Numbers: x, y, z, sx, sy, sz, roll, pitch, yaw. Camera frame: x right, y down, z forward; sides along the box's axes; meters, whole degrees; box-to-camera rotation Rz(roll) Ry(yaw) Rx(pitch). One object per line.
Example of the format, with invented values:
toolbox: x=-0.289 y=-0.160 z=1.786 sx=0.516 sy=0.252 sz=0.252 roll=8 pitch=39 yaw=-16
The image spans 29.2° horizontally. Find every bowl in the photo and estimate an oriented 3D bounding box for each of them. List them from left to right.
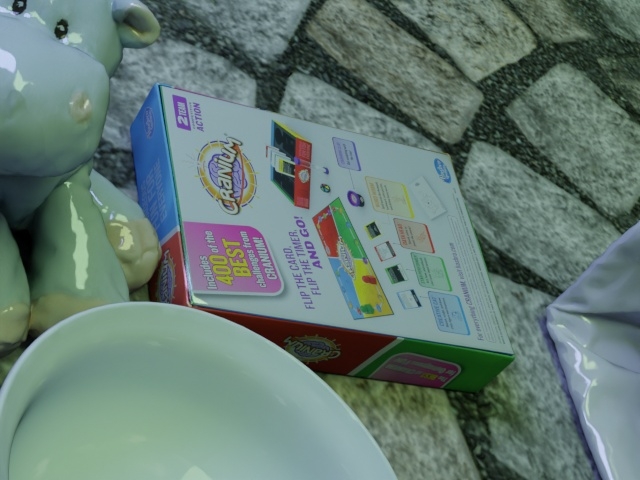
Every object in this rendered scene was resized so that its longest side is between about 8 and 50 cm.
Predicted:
bowl: x=-0.090 y=0.193 z=0.767 sx=0.297 sy=0.134 sz=0.298 roll=26 pitch=35 yaw=-20

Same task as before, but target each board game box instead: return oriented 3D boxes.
board game box: x=0.000 y=0.000 z=1.079 sx=0.316 sy=0.064 sz=0.242 roll=12 pitch=47 yaw=-29

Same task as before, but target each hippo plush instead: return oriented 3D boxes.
hippo plush: x=-0.189 y=-0.076 z=0.874 sx=0.234 sy=0.236 sz=0.294 roll=27 pitch=42 yaw=-14

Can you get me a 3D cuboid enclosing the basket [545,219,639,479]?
basket: x=0.432 y=0.125 z=1.087 sx=0.266 sy=0.328 sz=0.331 roll=13 pitch=46 yaw=-30
